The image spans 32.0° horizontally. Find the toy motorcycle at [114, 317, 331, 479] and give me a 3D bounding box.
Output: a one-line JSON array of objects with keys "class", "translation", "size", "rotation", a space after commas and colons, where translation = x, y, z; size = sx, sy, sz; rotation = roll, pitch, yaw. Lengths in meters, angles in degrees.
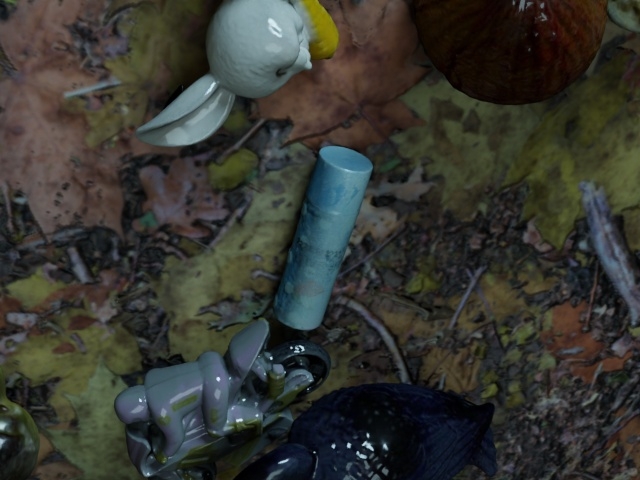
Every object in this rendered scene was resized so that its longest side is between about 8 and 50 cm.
[{"class": "toy motorcycle", "translation": [-0.105, 0.150, 0.988], "size": [0.152, 0.073, 0.225], "rotation": [29, 117, -38]}]

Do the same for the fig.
[{"class": "fig", "translation": [0.147, -0.179, 0.791], "size": [0.146, 0.201, 0.134], "rotation": [-4, 80, -6]}]

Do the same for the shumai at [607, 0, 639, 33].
[{"class": "shumai", "translation": [0.290, -0.215, 0.872], "size": [0.145, 0.145, 0.116], "rotation": [-46, 142, 12]}]

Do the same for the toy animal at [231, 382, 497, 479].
[{"class": "toy animal", "translation": [0.039, 0.204, 1.016], "size": [0.298, 0.122, 0.185], "rotation": [-14, 144, -18]}]

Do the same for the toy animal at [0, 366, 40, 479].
[{"class": "toy animal", "translation": [-0.336, 0.164, 0.872], "size": [0.168, 0.233, 0.121], "rotation": [20, 106, 16]}]

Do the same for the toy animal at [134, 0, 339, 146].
[{"class": "toy animal", "translation": [-0.059, -0.151, 0.825], "size": [0.127, 0.131, 0.182], "rotation": [11, 113, 13]}]

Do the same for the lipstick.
[{"class": "lipstick", "translation": [0.000, 0.000, 0.947], "size": [0.048, 0.048, 0.158], "rotation": [6, 119, -21]}]
